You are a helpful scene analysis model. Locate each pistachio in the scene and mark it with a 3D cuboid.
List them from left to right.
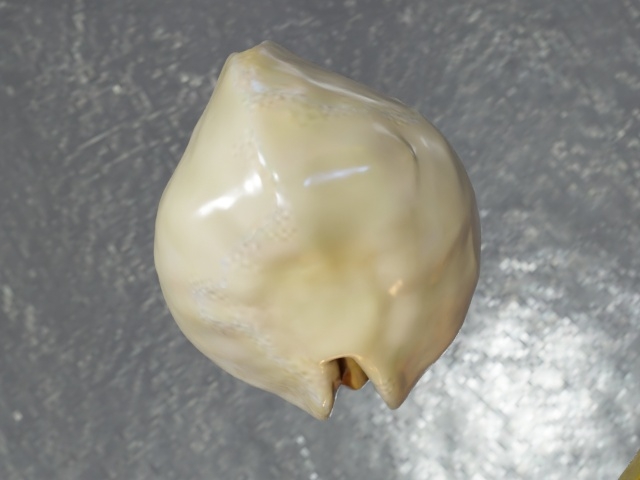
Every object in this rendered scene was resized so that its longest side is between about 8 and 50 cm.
[{"bbox_3d":[0.000,0.000,0.648,0.126,0.223,0.152,-16,77,2],"label":"pistachio"}]

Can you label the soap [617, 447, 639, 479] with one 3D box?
[{"bbox_3d":[0.148,0.075,0.464,0.080,0.257,0.160,38,172,-3],"label":"soap"}]
